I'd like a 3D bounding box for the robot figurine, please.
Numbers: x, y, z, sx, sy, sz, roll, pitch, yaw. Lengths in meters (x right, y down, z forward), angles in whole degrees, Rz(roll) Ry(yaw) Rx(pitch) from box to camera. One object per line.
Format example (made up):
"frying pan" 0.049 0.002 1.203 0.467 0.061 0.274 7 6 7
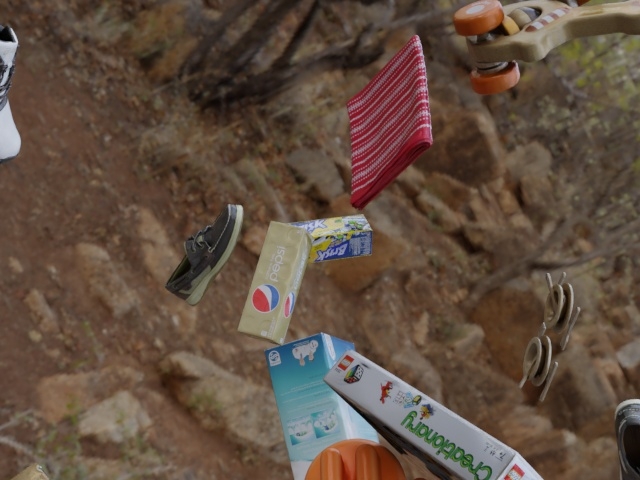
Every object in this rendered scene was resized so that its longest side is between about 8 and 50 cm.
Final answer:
"robot figurine" 0.049 0.325 1.200 0.128 0.158 0.219 41 -18 33

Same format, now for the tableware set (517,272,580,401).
"tableware set" 0.372 0.155 1.635 0.128 0.039 0.194 -88 -169 -63

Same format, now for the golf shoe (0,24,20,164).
"golf shoe" -0.341 -0.165 0.989 0.077 0.094 0.198 -83 158 -51

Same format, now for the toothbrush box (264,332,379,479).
"toothbrush box" 0.016 0.342 1.870 0.216 0.126 0.295 30 42 -69

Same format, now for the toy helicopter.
"toy helicopter" 0.410 -0.362 1.611 0.235 0.355 0.140 -47 126 -39

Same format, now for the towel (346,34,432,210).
"towel" 0.111 -0.201 1.651 0.031 0.199 0.275 26 42 -26

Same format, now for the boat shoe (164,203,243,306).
"boat shoe" -0.206 0.023 1.715 0.073 0.223 0.080 20 33 -20

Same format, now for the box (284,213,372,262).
"box" 0.000 0.000 1.670 0.059 0.169 0.054 -116 -158 -57

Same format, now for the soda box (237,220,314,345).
"soda box" -0.067 0.066 1.511 0.058 0.061 0.181 44 60 -68

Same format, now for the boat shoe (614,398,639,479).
"boat shoe" 0.515 0.371 1.540 0.079 0.084 0.233 -57 130 -74

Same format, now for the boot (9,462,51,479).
"boot" -0.529 0.429 1.463 0.089 0.269 0.236 50 -19 14

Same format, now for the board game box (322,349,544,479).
"board game box" 0.145 0.234 1.041 0.193 0.053 0.305 46 -11 -29
